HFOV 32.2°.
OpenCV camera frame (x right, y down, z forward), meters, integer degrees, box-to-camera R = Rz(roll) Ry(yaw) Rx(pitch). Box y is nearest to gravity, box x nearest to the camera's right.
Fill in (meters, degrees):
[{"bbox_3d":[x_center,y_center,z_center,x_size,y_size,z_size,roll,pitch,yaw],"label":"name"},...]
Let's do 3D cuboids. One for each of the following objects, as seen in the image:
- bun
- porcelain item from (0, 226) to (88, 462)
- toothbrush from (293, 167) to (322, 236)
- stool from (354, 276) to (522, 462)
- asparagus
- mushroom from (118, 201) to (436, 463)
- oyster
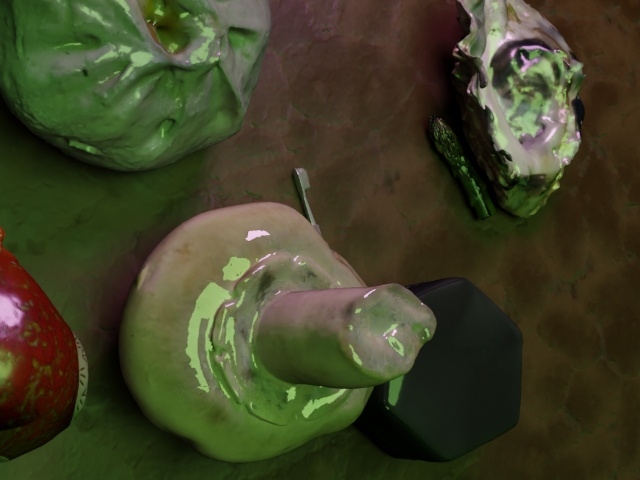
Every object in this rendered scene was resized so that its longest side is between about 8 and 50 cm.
[{"bbox_3d":[-0.191,-0.243,1.215,0.354,0.194,0.354,-5,98,-40],"label":"bun"},{"bbox_3d":[-0.342,0.094,1.077,0.253,0.253,0.253,5,81,-29],"label":"porcelain item"},{"bbox_3d":[-0.002,0.001,1.414,0.017,0.014,0.194,-16,91,-31],"label":"toothbrush"},{"bbox_3d":[0.135,0.161,1.396,0.232,0.141,0.232,4,82,-30],"label":"stool"},{"bbox_3d":[0.193,-0.102,1.532,0.036,0.030,0.165,-33,102,-1],"label":"asparagus"},{"bbox_3d":[-0.039,0.094,1.198,0.314,0.336,0.314,8,77,-38],"label":"mushroom"},{"bbox_3d":[0.266,-0.205,1.547,0.238,0.115,0.351,-13,94,-39],"label":"oyster"}]
